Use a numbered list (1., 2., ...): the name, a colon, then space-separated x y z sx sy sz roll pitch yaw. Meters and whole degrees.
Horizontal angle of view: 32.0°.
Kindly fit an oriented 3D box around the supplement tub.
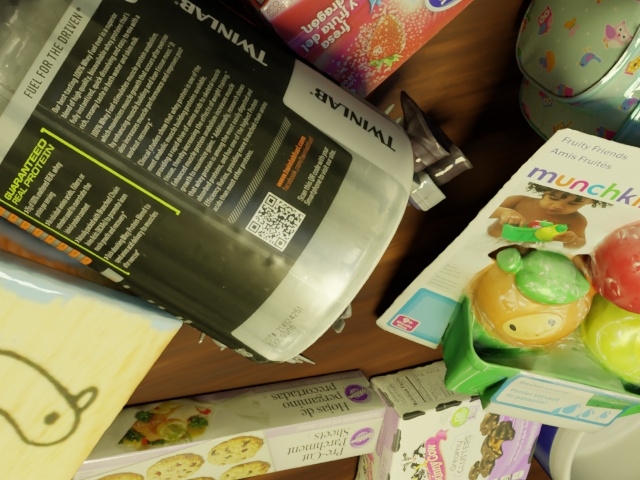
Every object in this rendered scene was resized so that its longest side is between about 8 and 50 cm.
1. supplement tub: -0.113 -0.072 0.724 0.316 0.193 0.193 32 105 -16

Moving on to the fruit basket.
1. fruit basket: 0.266 0.049 1.015 0.327 0.165 0.353 14 150 -17

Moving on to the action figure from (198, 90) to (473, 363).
1. action figure: 0.000 0.000 0.974 0.285 0.099 0.185 -42 141 9

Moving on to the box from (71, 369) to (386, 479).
1. box: -0.093 0.189 1.078 0.324 0.063 0.067 -5 127 -28

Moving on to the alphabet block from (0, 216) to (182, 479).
1. alphabet block: -0.250 0.055 0.796 0.192 0.193 0.197 24 109 -38

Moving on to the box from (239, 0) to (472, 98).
1. box: 0.056 -0.236 0.799 0.257 0.128 0.122 -42 134 3

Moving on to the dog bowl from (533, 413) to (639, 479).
1. dog bowl: 0.371 0.194 1.329 0.265 0.104 0.264 -16 130 -20

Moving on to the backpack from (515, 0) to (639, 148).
1. backpack: 0.254 -0.155 0.952 0.145 0.166 0.188 5 118 -32

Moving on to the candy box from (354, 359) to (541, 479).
1. candy box: 0.145 0.211 1.231 0.196 0.070 0.164 -11 128 -24
